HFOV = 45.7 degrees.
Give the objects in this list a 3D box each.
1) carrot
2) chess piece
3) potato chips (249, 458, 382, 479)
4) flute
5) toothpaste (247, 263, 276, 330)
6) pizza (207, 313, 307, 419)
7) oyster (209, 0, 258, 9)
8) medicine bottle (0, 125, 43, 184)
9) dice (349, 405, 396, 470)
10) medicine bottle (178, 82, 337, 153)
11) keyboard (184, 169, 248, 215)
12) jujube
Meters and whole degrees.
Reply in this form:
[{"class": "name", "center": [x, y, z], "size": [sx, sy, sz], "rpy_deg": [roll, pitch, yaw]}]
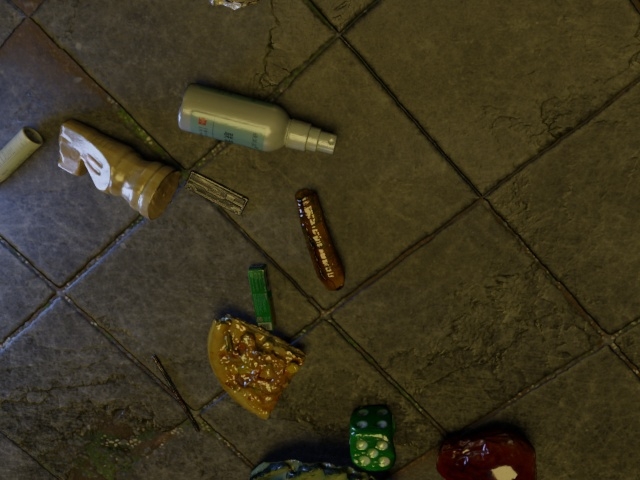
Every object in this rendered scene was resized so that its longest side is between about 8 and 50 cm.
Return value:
[{"class": "carrot", "center": [0.000, 0.000, 1.836], "size": [0.070, 0.070, 0.260], "rpy_deg": [-13, 110, 12]}, {"class": "chess piece", "center": [-0.489, -0.175, 1.795], "size": [0.301, 0.137, 0.137], "rpy_deg": [30, 114, 7]}, {"class": "potato chips", "center": [0.002, 0.711, 2.109], "size": [0.358, 0.070, 0.429], "rpy_deg": [37, 131, -15]}, {"class": "flute", "center": [-0.397, 0.426, 2.098], "size": [0.014, 0.014, 0.269], "rpy_deg": [-20, 110, 15]}, {"class": "toothpaste", "center": [-0.147, 0.147, 1.933], "size": [0.043, 0.037, 0.178], "rpy_deg": [-3, 113, 12]}, {"class": "pizza", "center": [-0.202, 0.339, 1.988], "size": [0.258, 0.087, 0.268], "rpy_deg": [27, 126, -4]}, {"class": "oyster", "center": [-0.178, -0.564, 1.609], "size": [0.163, 0.081, 0.191], "rpy_deg": [-41, 89, -4]}, {"class": "medicine bottle", "center": [-0.768, -0.184, 1.843], "size": [0.231, 0.059, 0.059], "rpy_deg": [-37, 105, 20]}, {"class": "dice", "center": [0.139, 0.524, 2.018], "size": [0.120, 0.128, 0.130], "rpy_deg": [-4, 114, 9]}, {"class": "medicine bottle", "center": [-0.136, -0.259, 1.710], "size": [0.352, 0.110, 0.110], "rpy_deg": [14, 115, 0]}, {"class": "keyboard", "center": [-0.253, -0.115, 1.842], "size": [0.155, 0.010, 0.053], "rpy_deg": [28, 113, -6]}, {"class": "jujube", "center": [0.439, 0.587, 2.001], "size": [0.255, 0.190, 0.190], "rpy_deg": [5, 116, 23]}]
